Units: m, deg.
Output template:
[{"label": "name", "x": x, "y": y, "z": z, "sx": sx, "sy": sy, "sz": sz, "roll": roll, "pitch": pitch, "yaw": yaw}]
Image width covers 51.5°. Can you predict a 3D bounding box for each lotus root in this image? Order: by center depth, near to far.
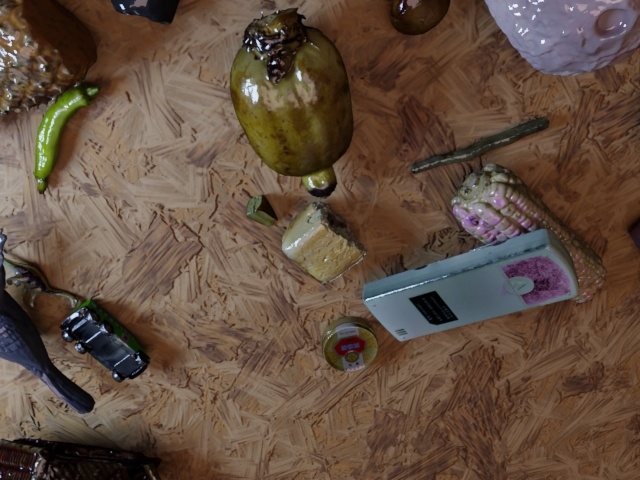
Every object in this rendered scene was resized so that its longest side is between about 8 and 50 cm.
[{"label": "lotus root", "x": -0.038, "y": -0.195, "z": 0.971, "sx": 0.169, "sy": 0.141, "sz": 0.314, "roll": -13, "pitch": 126, "yaw": 3}]

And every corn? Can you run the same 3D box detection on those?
[{"label": "corn", "x": 0.362, "y": -0.001, "z": 1.124, "sx": 0.335, "sy": 0.127, "sz": 0.127, "roll": 36, "pitch": 108, "yaw": -23}]

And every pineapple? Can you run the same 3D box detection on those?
[{"label": "pineapple", "x": -0.449, "y": -0.220, "z": 0.920, "sx": 0.278, "sy": 0.158, "sz": 0.158, "roll": -32, "pitch": 116, "yaw": 21}]

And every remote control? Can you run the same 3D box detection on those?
[{"label": "remote control", "x": 0.249, "y": 0.082, "z": 1.116, "sx": 0.343, "sy": 0.050, "sz": 0.145, "roll": -20, "pitch": 131, "yaw": 28}]

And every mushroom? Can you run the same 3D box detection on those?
[{"label": "mushroom", "x": 0.123, "y": -0.344, "z": 0.953, "sx": 0.129, "sy": 0.073, "sz": 0.088, "roll": 23, "pitch": 146, "yaw": -13}]

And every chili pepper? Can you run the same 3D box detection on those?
[{"label": "chili pepper", "x": -0.401, "y": -0.163, "z": 1.004, "sx": 0.048, "sy": 0.043, "sz": 0.208, "roll": 17, "pitch": 121, "yaw": -42}]

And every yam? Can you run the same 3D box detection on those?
[{"label": "yam", "x": 0.262, "y": -0.152, "z": 1.091, "sx": 0.234, "sy": 0.029, "sz": 0.027, "roll": -19, "pitch": 90, "yaw": 5}]

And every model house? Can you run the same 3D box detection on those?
[{"label": "model house", "x": -0.495, "y": 0.469, "z": 1.239, "sx": 0.317, "sy": 0.297, "sz": 0.283, "roll": -12, "pitch": 114, "yaw": 43}]

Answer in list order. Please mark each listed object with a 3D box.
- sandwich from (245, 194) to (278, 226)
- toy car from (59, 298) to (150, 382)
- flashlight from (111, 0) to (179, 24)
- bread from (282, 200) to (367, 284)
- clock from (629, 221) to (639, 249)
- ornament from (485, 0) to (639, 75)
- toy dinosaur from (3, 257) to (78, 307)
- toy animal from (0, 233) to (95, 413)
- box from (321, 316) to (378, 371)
[{"label": "sandwich", "x": -0.100, "y": -0.053, "z": 1.091, "sx": 0.030, "sy": 0.083, "sz": 0.044, "roll": -24, "pitch": 73, "yaw": 11}, {"label": "toy car", "x": -0.372, "y": 0.176, "z": 1.160, "sx": 0.071, "sy": 0.062, "sz": 0.165, "roll": -36, "pitch": 115, "yaw": 12}, {"label": "flashlight", "x": -0.166, "y": -0.486, "z": 0.834, "sx": 0.103, "sy": 0.103, "sz": 0.424, "roll": 20, "pitch": 113, "yaw": -16}, {"label": "bread", "x": 0.001, "y": 0.001, "z": 1.109, "sx": 0.106, "sy": 0.082, "sz": 0.125, "roll": -35, "pitch": 126, "yaw": 22}, {"label": "clock", "x": 0.619, "y": 0.030, "z": 1.173, "sx": 0.050, "sy": 0.110, "sz": 0.153, "roll": -41, "pitch": 113, "yaw": 10}, {"label": "ornament", "x": 0.346, "y": -0.351, "z": 0.869, "sx": 0.259, "sy": 0.259, "sz": 0.225, "roll": 37, "pitch": 129, "yaw": -21}, {"label": "toy dinosaur", "x": -0.494, "y": 0.068, "z": 1.110, "sx": 0.058, "sy": 0.037, "sz": 0.180, "roll": -49, "pitch": 120, "yaw": -5}, {"label": "toy animal", "x": -0.535, "y": 0.158, "z": 1.103, "sx": 0.205, "sy": 0.081, "sz": 0.367, "roll": -6, "pitch": 121, "yaw": 12}, {"label": "box", "x": 0.054, "y": 0.193, "z": 1.232, "sx": 0.105, "sy": 0.037, "sz": 0.106, "roll": -3, "pitch": 117, "yaw": -5}]
